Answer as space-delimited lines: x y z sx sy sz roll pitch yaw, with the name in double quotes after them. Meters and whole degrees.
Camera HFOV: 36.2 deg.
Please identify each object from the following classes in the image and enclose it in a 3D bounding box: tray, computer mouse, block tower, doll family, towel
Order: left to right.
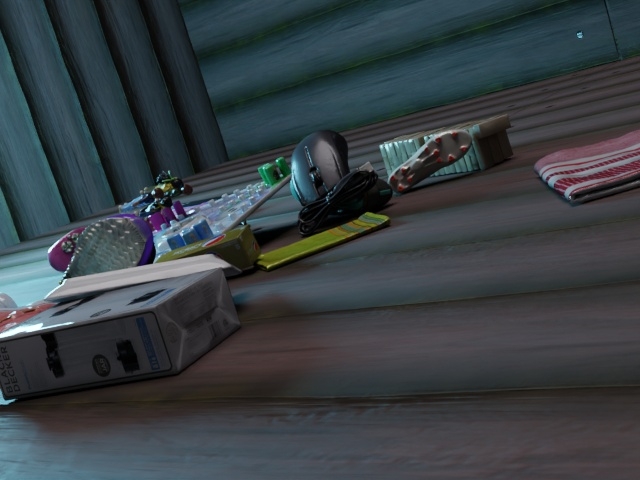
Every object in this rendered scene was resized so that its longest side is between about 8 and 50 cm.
-0.256 0.055 1.441 0.270 0.030 0.145 -10 -6 2 "tray"
-0.347 -0.095 2.111 0.111 0.076 0.193 -15 22 29 "doll family"
0.000 0.000 1.691 0.237 0.021 0.102 -21 9 -17 "towel"
0.002 -0.144 1.912 0.188 0.072 0.272 -37 32 15 "computer mouse"
0.263 -0.192 2.100 0.091 0.097 0.335 -24 10 -33 "block tower"
0.469 -0.127 1.524 0.237 0.037 0.329 -17 10 7 "towel"

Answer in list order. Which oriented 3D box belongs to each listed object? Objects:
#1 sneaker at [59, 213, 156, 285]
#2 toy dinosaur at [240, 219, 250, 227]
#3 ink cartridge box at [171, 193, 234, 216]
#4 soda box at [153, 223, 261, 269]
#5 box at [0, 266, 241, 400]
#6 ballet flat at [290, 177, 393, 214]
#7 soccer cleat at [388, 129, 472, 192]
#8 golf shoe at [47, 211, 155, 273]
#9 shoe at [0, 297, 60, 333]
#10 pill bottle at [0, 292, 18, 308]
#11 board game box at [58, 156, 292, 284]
-0.324 0.021 1.609 0.146 0.102 0.293 -35 -4 -41 "sneaker"
-0.230 -0.029 2.165 0.118 0.064 0.268 -20 4 29 "toy dinosaur"
-0.386 -0.051 2.567 0.175 0.069 0.371 -25 10 -39 "ink cartridge box"
-0.198 0.033 1.686 0.181 0.058 0.061 -19 17 22 "soda box"
-0.272 0.123 1.283 0.289 0.087 0.169 -13 10 29 "box"
0.048 -0.098 1.988 0.096 0.095 0.280 -12 16 -31 "ballet flat"
0.221 -0.164 1.989 0.196 0.068 0.076 -34 -1 16 "soccer cleat"
-0.519 0.025 2.283 0.140 0.115 0.306 -23 -3 39 "golf shoe"
-0.477 0.145 1.634 0.178 0.064 0.081 -4 27 -46 "shoe"
-0.598 0.153 1.648 0.103 0.103 0.184 -11 12 34 "pill bottle"
-0.286 -0.026 1.980 0.390 0.050 0.390 -19 16 35 "board game box"
